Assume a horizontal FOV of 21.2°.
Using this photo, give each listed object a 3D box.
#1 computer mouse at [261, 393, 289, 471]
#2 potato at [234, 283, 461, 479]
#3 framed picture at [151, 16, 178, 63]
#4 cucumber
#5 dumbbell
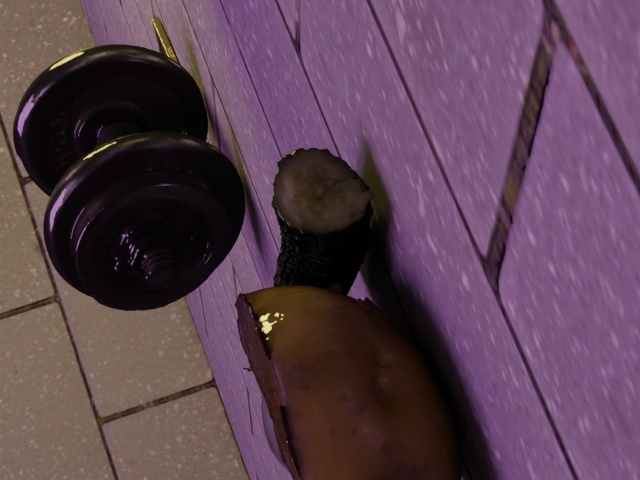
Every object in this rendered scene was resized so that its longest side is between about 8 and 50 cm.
[{"bbox_3d":[-0.025,0.161,1.545,0.181,0.056,0.089,-121,20,-60],"label":"computer mouse"},{"bbox_3d":[0.015,0.084,0.936,0.243,0.098,0.138,-112,10,-48],"label":"potato"},{"bbox_3d":[-0.144,-0.128,1.863,0.201,0.010,0.136,79,168,-47],"label":"framed picture"},{"bbox_3d":[0.000,0.001,0.982,0.187,0.058,0.058,93,157,-74],"label":"cucumber"},{"bbox_3d":[-0.179,-0.063,1.598,0.290,0.192,0.192,-114,10,-46],"label":"dumbbell"}]
